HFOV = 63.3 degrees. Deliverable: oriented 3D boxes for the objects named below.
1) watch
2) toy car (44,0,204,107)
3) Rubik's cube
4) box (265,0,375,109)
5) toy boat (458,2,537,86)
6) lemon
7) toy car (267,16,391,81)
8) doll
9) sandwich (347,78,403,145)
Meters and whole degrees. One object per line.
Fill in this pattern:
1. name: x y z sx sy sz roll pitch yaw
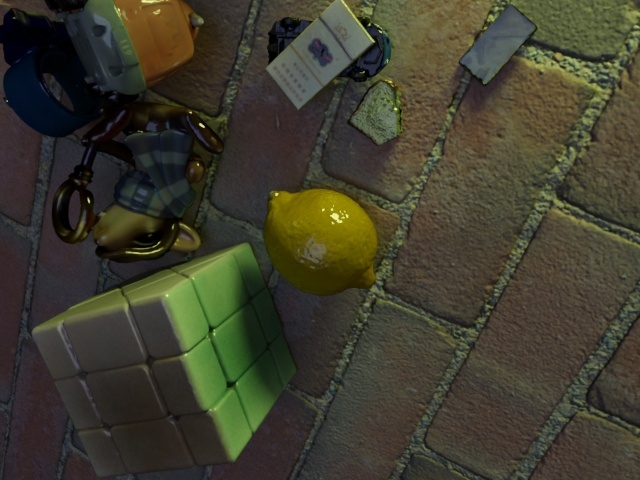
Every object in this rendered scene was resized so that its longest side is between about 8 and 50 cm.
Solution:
1. watch: -0.525 -0.315 1.019 0.171 0.196 0.200 -17 92 33
2. toy car: -0.330 -0.362 0.912 0.270 0.212 0.181 32 143 50
3. Rubik's cube: -0.279 0.221 1.015 0.318 0.322 0.316 -15 101 22
4. box: -0.002 -0.304 0.855 0.167 0.024 0.090 -37 96 23
5. toy boat: 0.281 -0.310 0.827 0.063 0.016 0.115 44 114 3
6. lemon: 0.000 0.000 0.927 0.244 0.187 0.187 37 114 8
7. toy car: 0.014 -0.327 0.892 0.216 0.063 0.103 6 109 12
8. doll: -0.351 -0.114 1.004 0.317 0.209 0.340 22 114 16
9. sandwich: 0.108 -0.222 0.903 0.093 0.036 0.105 35 112 8
